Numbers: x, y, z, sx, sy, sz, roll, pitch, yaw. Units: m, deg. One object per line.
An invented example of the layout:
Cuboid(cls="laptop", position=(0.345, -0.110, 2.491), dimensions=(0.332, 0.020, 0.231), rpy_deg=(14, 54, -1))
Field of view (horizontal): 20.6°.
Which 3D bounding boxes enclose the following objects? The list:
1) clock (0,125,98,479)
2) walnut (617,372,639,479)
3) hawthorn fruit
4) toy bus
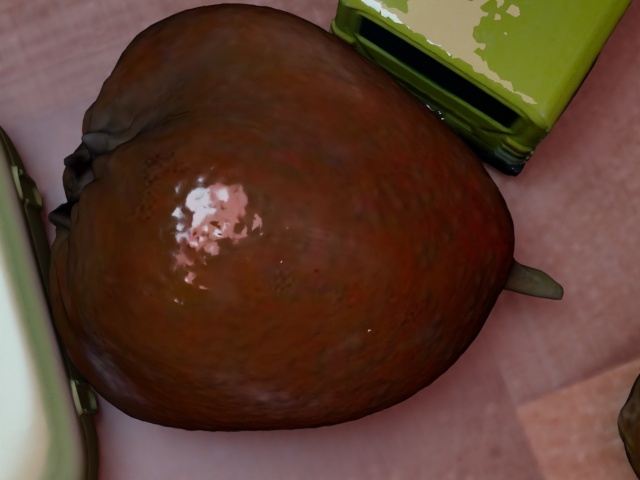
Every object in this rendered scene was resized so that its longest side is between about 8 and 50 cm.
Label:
Cuboid(cls="clock", position=(-0.274, 0.066, 0.852), dimensions=(0.308, 0.096, 0.235), rpy_deg=(-15, 85, -2))
Cuboid(cls="walnut", position=(0.245, 0.096, 0.841), dimensions=(0.207, 0.116, 0.116), rpy_deg=(4, 83, 6))
Cuboid(cls="hawthorn fruit", position=(0.000, 0.000, 0.824), dimensions=(0.251, 0.199, 0.200), rpy_deg=(12, 83, -11))
Cuboid(cls="toy bus", position=(0.121, -0.177, 0.855), dimensions=(0.128, 0.150, 0.262), rpy_deg=(32, 84, 2))
